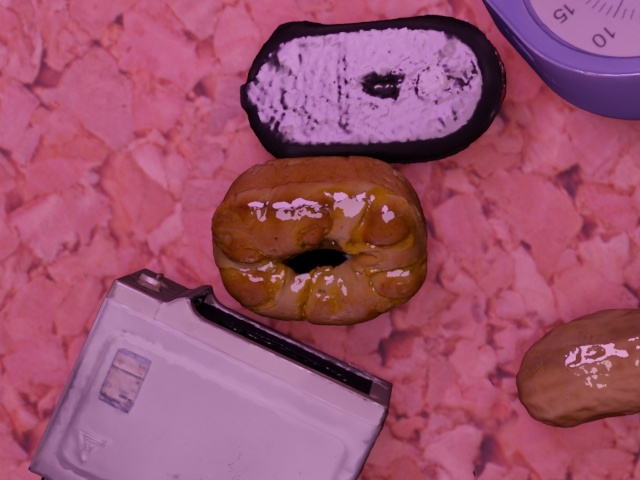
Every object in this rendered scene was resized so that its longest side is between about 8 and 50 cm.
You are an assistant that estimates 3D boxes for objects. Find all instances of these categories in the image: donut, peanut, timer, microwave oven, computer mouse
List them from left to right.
[{"bbox_3d":[-0.124,0.223,1.843,0.355,0.218,0.286,24,96,2],"label":"microwave oven"},{"bbox_3d":[0.000,0.000,1.838,0.261,0.128,0.208,3,130,5],"label":"donut"},{"bbox_3d":[0.065,-0.181,1.858,0.323,0.116,0.183,-1,84,9],"label":"computer mouse"},{"bbox_3d":[0.386,0.136,1.827,0.319,0.147,0.147,-20,91,21],"label":"peanut"},{"bbox_3d":[0.389,-0.313,1.726,0.395,0.173,0.395,-10,63,20],"label":"timer"}]
